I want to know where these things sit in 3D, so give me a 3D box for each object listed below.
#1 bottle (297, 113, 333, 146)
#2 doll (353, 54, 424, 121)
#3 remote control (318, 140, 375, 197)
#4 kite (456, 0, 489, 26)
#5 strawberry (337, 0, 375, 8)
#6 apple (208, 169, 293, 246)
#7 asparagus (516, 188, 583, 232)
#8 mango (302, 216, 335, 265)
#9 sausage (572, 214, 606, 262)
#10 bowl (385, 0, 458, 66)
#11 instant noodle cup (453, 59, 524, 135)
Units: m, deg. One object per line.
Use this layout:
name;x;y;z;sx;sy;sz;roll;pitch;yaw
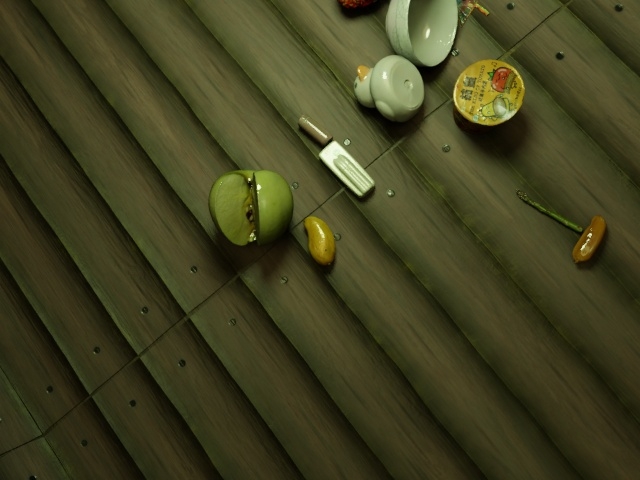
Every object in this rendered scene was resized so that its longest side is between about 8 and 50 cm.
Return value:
bottle;-0.019;-0.403;1.503;0.140;0.053;0.053;42;92;8
doll;0.227;-0.516;1.424;0.251;0.221;0.221;35;92;-26
remote control;0.097;-0.257;1.478;0.090;0.049;0.230;-43;80;1
kite;0.541;-0.859;1.479;0.159;0.010;0.189;33;92;9
strawberry;0.159;-1.008;1.434;0.344;0.292;0.292;-37;82;19
apple;-0.232;-0.115;1.400;0.292;0.292;0.253;-1;108;8
asparagus;0.768;-0.100;1.386;0.249;0.024;0.025;34;48;9
mango;0.000;0.000;1.463;0.098;0.075;0.190;-18;77;-2
sausage;0.889;-0.001;1.347;0.062;0.054;0.183;34;89;-19
bowl;0.327;-0.740;1.392;0.144;0.287;0.286;21;89;45
instant noodle cup;0.540;-0.460;1.368;0.216;0.172;0.215;-1;86;9
